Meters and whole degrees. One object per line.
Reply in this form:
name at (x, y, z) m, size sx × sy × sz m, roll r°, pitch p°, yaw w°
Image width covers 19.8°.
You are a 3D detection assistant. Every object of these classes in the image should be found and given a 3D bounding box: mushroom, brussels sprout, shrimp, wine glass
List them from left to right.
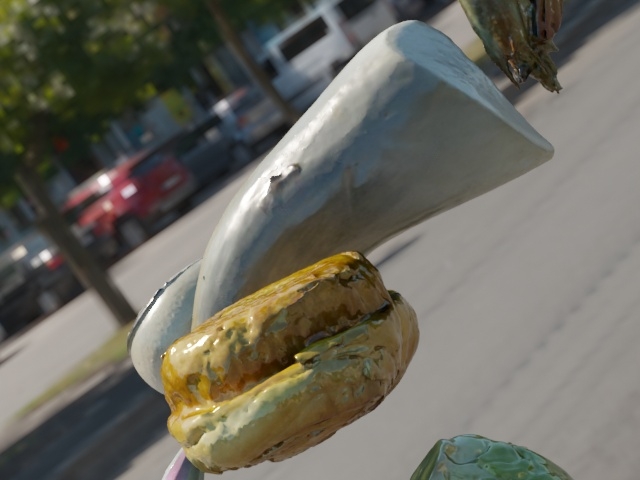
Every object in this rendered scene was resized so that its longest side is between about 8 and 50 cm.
wine glass at (-0.169, 0.291, 2.238) m, size 0.073 × 0.073 × 0.155 m, roll -100°, pitch 26°, yaw -84°
mushroom at (-0.001, 0.001, 1.571) m, size 0.397 × 0.177 × 0.126 m, roll -46°, pitch -9°, yaw 18°
brussels sprout at (0.194, 0.316, 1.911) m, size 0.244 × 0.244 × 0.244 m, roll -34°, pitch 5°, yaw 4°
shrimp at (0.184, -0.238, 1.705) m, size 0.115 × 0.217 × 0.051 m, roll -22°, pitch -1°, yaw 9°

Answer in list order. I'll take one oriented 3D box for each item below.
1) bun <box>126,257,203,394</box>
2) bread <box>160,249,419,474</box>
bun at (-0.115, 0.102, 1.957) m, size 0.173 × 0.120 × 0.173 m, roll -40°, pitch -19°, yaw -17°
bread at (-0.024, 0.096, 1.416) m, size 0.198 × 0.120 × 0.236 m, roll -28°, pitch 2°, yaw 13°
